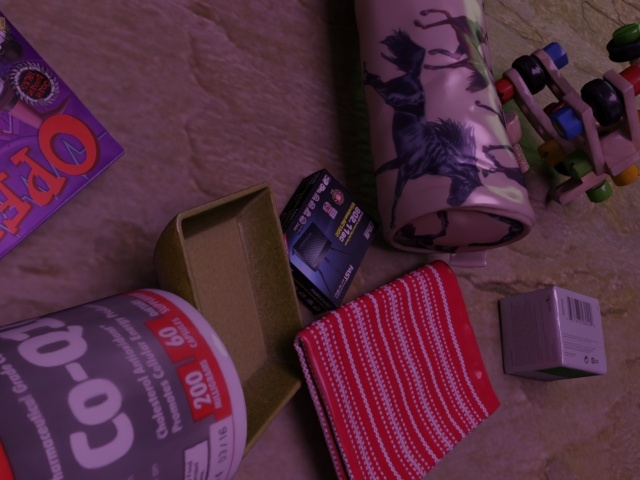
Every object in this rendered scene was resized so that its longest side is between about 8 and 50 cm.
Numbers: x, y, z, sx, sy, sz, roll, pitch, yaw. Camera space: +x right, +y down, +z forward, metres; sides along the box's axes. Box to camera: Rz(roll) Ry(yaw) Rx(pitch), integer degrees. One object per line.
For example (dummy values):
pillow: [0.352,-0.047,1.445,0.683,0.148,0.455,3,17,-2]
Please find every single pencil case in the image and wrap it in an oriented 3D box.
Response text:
pencil case: [0.124,-0.178,0.809,0.183,0.160,0.409,25,54,-62]

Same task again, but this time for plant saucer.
plant saucer: [-0.073,0.057,0.595,0.188,0.045,0.188,-35,114,-69]

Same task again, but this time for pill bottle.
pill bottle: [-0.195,0.135,0.419,0.283,0.161,0.161,-16,86,-49]

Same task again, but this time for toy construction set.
toy construction set: [0.338,-0.111,0.968,0.309,0.257,0.237,-41,117,-20]

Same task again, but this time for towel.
towel: [0.093,0.142,0.742,0.275,0.031,0.198,-20,92,-50]

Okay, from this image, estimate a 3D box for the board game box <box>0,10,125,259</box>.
board game box: [-0.317,-0.037,0.473,0.208,0.056,0.346,53,49,-19]

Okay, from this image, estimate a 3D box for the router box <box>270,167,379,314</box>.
router box: [0.000,0.000,0.735,0.092,0.038,0.122,45,51,-21]

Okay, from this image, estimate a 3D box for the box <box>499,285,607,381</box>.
box: [0.295,0.121,0.913,0.101,0.087,0.101,16,66,-36]
